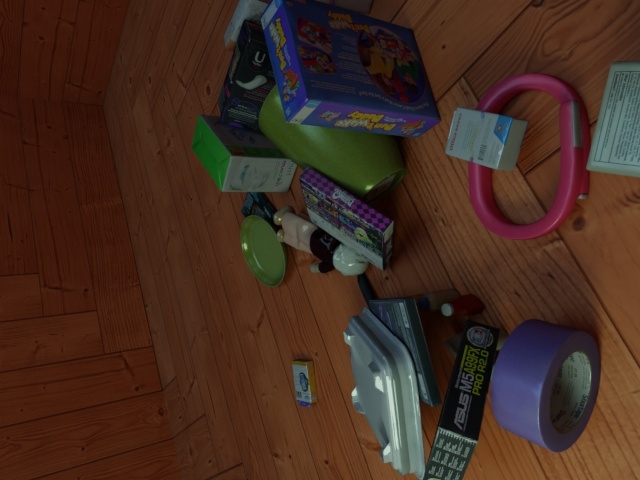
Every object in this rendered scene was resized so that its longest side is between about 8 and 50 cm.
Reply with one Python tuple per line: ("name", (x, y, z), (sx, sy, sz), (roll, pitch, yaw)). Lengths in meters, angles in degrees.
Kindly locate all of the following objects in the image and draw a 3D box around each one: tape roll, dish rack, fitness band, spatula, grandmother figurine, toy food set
("tape roll", (0.357, 0.224, 0.758), (0.080, 0.189, 0.188), (11, 102, 52))
("dish rack", (0.123, 0.319, 1.043), (0.333, 0.073, 0.285), (-139, 39, -76))
("fitness band", (0.358, -0.146, 0.849), (0.209, 0.054, 0.290), (2, 93, 56))
("spatula", (0.153, 0.199, 1.160), (0.296, 0.031, 0.084), (63, 140, 30))
("grandmother figurine", (0.000, 0.000, 1.305), (0.342, 0.104, 0.207), (29, 143, 45))
("toy food set", (0.263, 0.171, 0.948), (0.232, 0.105, 0.111), (52, 131, 37))

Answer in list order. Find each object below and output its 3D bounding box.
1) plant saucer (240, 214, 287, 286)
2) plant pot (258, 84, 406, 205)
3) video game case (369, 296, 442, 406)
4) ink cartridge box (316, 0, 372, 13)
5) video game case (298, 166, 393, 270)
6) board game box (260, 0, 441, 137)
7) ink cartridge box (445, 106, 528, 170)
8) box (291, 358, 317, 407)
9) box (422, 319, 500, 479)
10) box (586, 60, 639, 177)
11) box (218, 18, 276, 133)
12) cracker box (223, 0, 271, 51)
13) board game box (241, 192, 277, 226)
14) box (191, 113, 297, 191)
("plant saucer", (-0.176, 0.031, 1.549), (0.241, 0.037, 0.240), (25, 124, 42))
("plant pot", (0.053, -0.226, 1.105), (0.293, 0.275, 0.274), (54, 135, 13))
("video game case", (0.163, 0.214, 0.987), (0.274, 0.026, 0.195), (132, 125, -80))
("ink cartridge box", (-0.032, -0.632, 1.144), (0.201, 0.278, 0.117), (39, 126, 45))
("video game case", (0.062, -0.044, 1.095), (0.232, 0.041, 0.210), (35, 164, 22))
("board game box", (0.069, -0.341, 0.969), (0.078, 0.347, 0.233), (-31, 67, 50))
("ink cartridge box", (0.290, -0.181, 0.852), (0.122, 0.052, 0.088), (33, 119, 49))
("box", (-0.047, 0.429, 1.450), (0.081, 0.028, 0.136), (-12, 85, 53))
("box", (0.239, 0.303, 0.835), (0.060, 0.216, 0.269), (15, 136, 19))
("box", (0.491, -0.142, 0.603), (0.232, 0.127, 0.148), (23, 111, 50))
("box", (-0.186, -0.477, 1.431), (0.270, 0.166, 0.143), (-59, 32, 36))
("cracker box", (-0.170, -0.648, 1.421), (0.232, 0.156, 0.067), (-45, 50, 45))
("board game box", (-0.206, -0.093, 1.623), (0.186, 0.026, 0.126), (52, 131, 38))
("box", (-0.235, -0.263, 1.479), (0.262, 0.231, 0.126), (51, 132, 39))
